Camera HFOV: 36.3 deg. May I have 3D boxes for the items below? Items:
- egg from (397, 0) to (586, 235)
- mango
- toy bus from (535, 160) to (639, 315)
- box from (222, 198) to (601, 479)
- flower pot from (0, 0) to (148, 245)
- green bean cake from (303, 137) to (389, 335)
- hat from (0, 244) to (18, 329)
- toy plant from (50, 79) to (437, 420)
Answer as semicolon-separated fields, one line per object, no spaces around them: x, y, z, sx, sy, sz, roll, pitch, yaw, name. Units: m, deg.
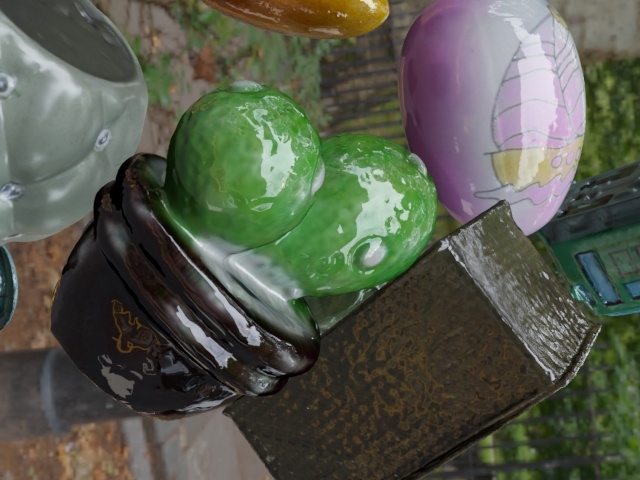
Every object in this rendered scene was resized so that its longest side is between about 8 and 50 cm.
0.180;-0.131;1.016;0.196;0.196;0.271;-49;127;-77;egg
-0.039;-0.319;1.203;0.187;0.257;0.138;14;101;-64;mango
0.479;-0.017;1.317;0.183;0.343;0.200;-39;104;-44;toy bus
0.079;0.108;0.837;0.143;0.273;0.184;53;27;5;box
-0.269;-0.112;0.801;0.246;0.195;0.246;37;21;-17;flower pot
0.000;0.000;1.132;0.125;0.222;0.227;37;58;-60;green bean cake
-0.457;0.049;1.275;0.191;0.077;0.138;13;-75;56;hat
-0.046;0.004;0.631;0.175;0.235;0.218;55;12;32;toy plant
